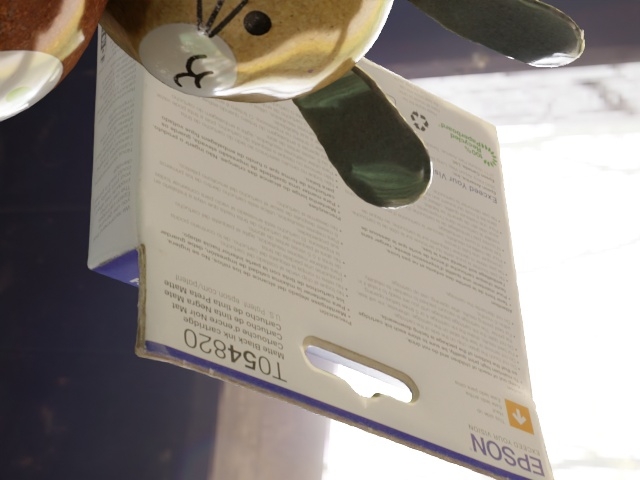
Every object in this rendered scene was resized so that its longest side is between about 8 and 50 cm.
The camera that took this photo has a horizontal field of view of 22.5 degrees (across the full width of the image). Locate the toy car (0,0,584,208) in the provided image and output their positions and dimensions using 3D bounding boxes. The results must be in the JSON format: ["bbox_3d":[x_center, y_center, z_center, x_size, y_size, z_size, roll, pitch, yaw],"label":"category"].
[{"bbox_3d":[-0.035,-0.066,0.418,0.188,0.155,0.149,28,-124,-16],"label":"toy car"}]

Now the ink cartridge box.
[{"bbox_3d":[0.000,0.000,0.722,0.223,0.045,0.224,24,-136,-30],"label":"ink cartridge box"}]
